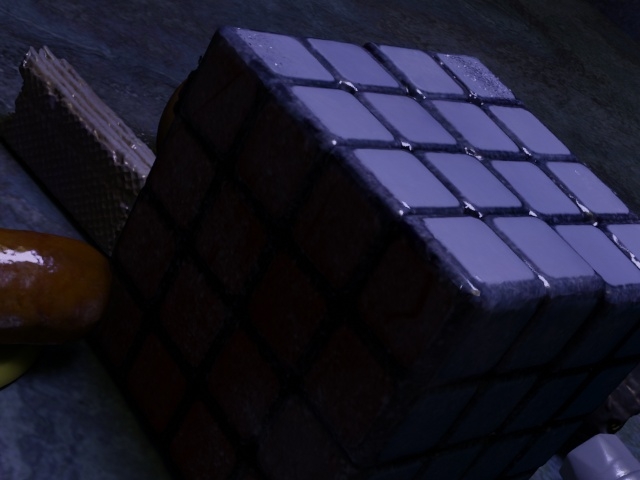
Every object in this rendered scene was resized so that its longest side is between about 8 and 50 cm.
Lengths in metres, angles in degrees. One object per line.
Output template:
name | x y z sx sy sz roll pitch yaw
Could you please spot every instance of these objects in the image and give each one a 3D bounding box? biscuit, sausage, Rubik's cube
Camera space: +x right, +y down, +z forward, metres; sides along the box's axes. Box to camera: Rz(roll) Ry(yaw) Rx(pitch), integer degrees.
biscuit | -0.248 -0.094 1.120 0.239 0.108 0.062 45 29 23
sausage | -0.299 0.024 0.863 0.271 0.108 0.109 15 33 -27
Rubik's cube | 0.052 0.049 0.938 0.337 0.344 0.343 -4 45 -44

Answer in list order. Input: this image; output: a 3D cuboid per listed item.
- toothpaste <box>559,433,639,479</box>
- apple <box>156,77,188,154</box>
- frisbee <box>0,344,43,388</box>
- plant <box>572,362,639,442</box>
toothpaste | 0.371 0.355 1.040 0.125 0.080 0.371 -23 53 -12
apple | -0.094 -0.108 1.213 0.188 0.188 0.173 30 39 -3
frisbee | -0.347 0.045 0.906 0.236 0.017 0.236 24 30 -15
plant | 0.262 0.116 1.222 0.142 0.164 0.256 -12 52 -49
